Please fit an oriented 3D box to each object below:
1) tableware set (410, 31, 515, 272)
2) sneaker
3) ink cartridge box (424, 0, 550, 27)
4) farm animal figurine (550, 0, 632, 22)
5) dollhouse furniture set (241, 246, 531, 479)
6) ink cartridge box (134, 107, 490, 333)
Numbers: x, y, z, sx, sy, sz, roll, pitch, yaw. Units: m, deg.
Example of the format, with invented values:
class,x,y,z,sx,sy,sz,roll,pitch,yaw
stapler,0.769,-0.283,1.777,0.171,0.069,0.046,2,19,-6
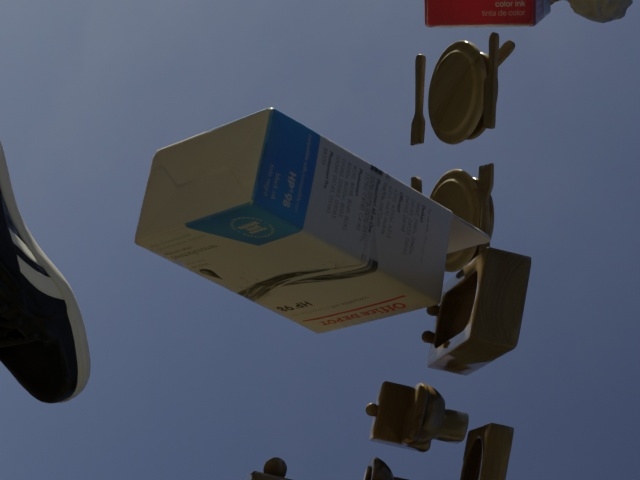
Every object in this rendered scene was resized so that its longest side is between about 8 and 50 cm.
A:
class,x,y,z,sx,sy,sz,roll,pitch,yaw
tableware set,0.123,-0.069,1.410,0.128,0.039,0.194,-6,-99,62
sneaker,-0.238,0.027,1.090,0.079,0.121,0.217,-16,-77,35
ink cartridge box,0.108,-0.229,1.086,0.072,0.127,0.175,1,-78,12
farm animal figurine,0.173,-0.356,1.378,0.172,0.330,0.327,-8,-96,39
dollhouse furniture set,0.030,0.075,0.894,0.144,0.123,0.151,125,-23,-76
ink cartridge box,0.000,0.000,0.949,0.104,0.180,0.060,-17,-125,45
